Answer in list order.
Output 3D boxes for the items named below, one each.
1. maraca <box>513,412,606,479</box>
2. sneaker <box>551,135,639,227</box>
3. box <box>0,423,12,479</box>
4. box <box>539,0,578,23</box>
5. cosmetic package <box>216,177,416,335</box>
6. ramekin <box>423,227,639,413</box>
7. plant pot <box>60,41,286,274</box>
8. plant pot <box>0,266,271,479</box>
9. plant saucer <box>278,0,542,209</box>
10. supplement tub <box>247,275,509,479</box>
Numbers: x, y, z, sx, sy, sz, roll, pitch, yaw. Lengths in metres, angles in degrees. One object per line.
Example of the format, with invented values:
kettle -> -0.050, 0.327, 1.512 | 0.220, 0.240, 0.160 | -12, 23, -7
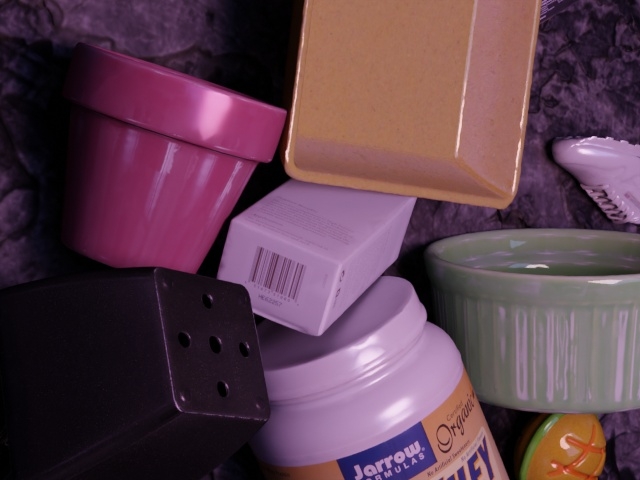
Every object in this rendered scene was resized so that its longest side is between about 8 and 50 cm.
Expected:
maraca -> 0.280, 0.271, 1.655 | 0.127, 0.099, 0.186 | -15, 125, -30
sneaker -> 0.374, -0.069, 1.734 | 0.235, 0.090, 0.095 | 17, 89, -34
box -> -0.266, 0.205, 1.249 | 0.052, 0.083, 0.062 | 50, 63, -26
box -> 0.237, -0.384, 1.633 | 0.307, 0.076, 0.242 | -33, 109, -32
cosmetic package -> 0.000, 0.000, 1.362 | 0.231, 0.117, 0.086 | -37, 147, -62
ramekin -> 0.263, 0.083, 1.522 | 0.303, 0.303, 0.148 | -8, 102, -37
plant pot -> -0.151, -0.066, 1.283 | 0.201, 0.201, 0.180 | 13, 98, -36
plant pot -> -0.153, 0.117, 1.223 | 0.187, 0.167, 0.188 | 16, 58, -52
plant saucer -> 0.084, -0.213, 1.423 | 0.332, 0.081, 0.333 | 6, 92, -42
supplement tub -> 0.059, 0.218, 1.404 | 0.228, 0.228, 0.316 | -33, 109, -32
